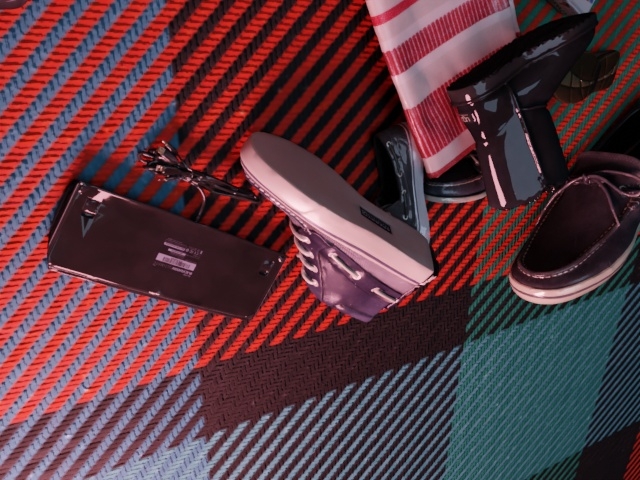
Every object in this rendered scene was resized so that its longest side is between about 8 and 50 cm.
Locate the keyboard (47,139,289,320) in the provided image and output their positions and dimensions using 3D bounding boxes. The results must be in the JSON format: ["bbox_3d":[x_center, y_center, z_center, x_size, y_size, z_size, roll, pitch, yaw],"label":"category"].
[{"bbox_3d":[-0.176,-0.011,0.782,0.317,0.033,0.201,22,103,-38],"label":"keyboard"}]

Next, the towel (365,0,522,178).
[{"bbox_3d":[0.188,-0.282,0.825,0.237,0.037,0.329,-36,120,-19],"label":"towel"}]

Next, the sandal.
[{"bbox_3d":[0.439,-0.290,1.009,0.219,0.060,0.090,-24,131,-37],"label":"sandal"}]

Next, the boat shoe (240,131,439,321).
[{"bbox_3d":[0.000,0.000,0.841,0.340,0.127,0.158,34,120,-21],"label":"boat shoe"}]

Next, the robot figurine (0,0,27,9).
[{"bbox_3d":[-0.333,-0.270,0.465,0.278,0.173,0.209,-10,118,-28],"label":"robot figurine"}]

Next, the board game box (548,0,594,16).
[{"bbox_3d":[0.403,-0.511,0.860,0.193,0.053,0.305,15,105,-43],"label":"board game box"}]

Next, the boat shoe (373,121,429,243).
[{"bbox_3d":[0.116,-0.064,0.906,0.076,0.080,0.228,-15,119,-18],"label":"boat shoe"}]

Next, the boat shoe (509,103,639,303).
[{"bbox_3d":[0.514,-0.084,1.081,0.500,0.187,0.156,-42,123,-14],"label":"boat shoe"}]

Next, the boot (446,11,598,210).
[{"bbox_3d":[0.312,-0.180,0.849,0.246,0.094,0.207,-34,114,-10],"label":"boot"}]

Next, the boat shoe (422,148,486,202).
[{"bbox_3d":[0.264,-0.123,0.955,0.254,0.095,0.079,-18,123,-25],"label":"boat shoe"}]
